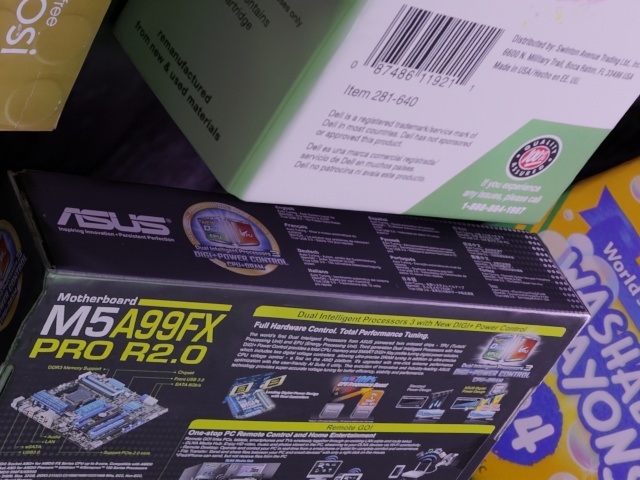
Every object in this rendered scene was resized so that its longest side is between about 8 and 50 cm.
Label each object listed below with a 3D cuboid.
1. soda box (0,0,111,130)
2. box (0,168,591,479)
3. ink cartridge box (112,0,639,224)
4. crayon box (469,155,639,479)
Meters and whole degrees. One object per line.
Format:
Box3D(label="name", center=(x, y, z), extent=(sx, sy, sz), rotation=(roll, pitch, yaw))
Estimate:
Box3D(label="soda box", center=(-0.100, -0.125, 0.561), extent=(0.061, 0.058, 0.181), rotation=(-3, 135, -42))
Box3D(label="box", center=(-0.044, 0.080, 0.704), extent=(0.270, 0.060, 0.216), rotation=(5, 129, -34))
Box3D(label="ink cartridge box", center=(0.077, -0.148, 0.644), extent=(0.201, 0.117, 0.278), rotation=(4, 130, -46))
Box3D(label="crayon box", center=(0.183, 0.063, 0.904), extent=(0.323, 0.203, 0.083), rotation=(-23, 173, -29))
